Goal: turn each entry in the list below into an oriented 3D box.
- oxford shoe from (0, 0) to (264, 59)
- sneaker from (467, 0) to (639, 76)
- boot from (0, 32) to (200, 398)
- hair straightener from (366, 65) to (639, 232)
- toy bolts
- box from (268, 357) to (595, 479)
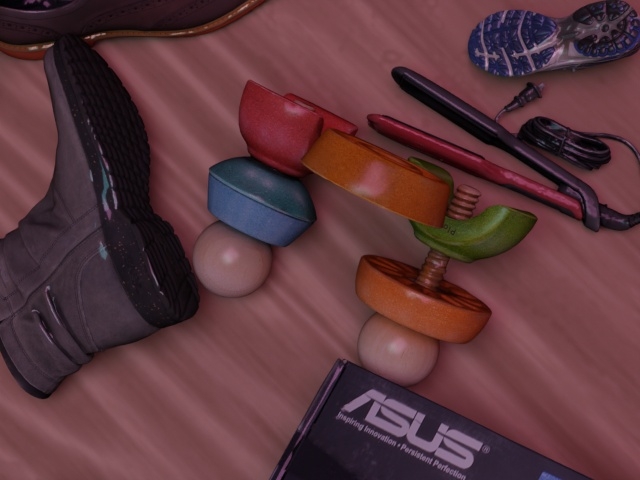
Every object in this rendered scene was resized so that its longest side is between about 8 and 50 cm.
[{"bbox_3d":[-0.135,-0.205,1.037,0.271,0.098,0.096,-18,81,1],"label":"oxford shoe"},{"bbox_3d":[0.179,-0.145,1.032,0.135,0.058,0.052,0,83,27],"label":"sneaker"},{"bbox_3d":[-0.202,-0.018,1.017,0.161,0.083,0.246,-25,76,19],"label":"boot"},{"bbox_3d":[0.155,-0.078,1.024,0.230,0.047,0.089,25,84,7],"label":"hair straightener"},{"bbox_3d":[0.000,0.000,0.961,0.229,0.218,0.158,29,99,26],"label":"toy bolts"},{"bbox_3d":[0.110,0.300,0.878,0.395,0.097,0.318,25,76,24],"label":"box"}]
